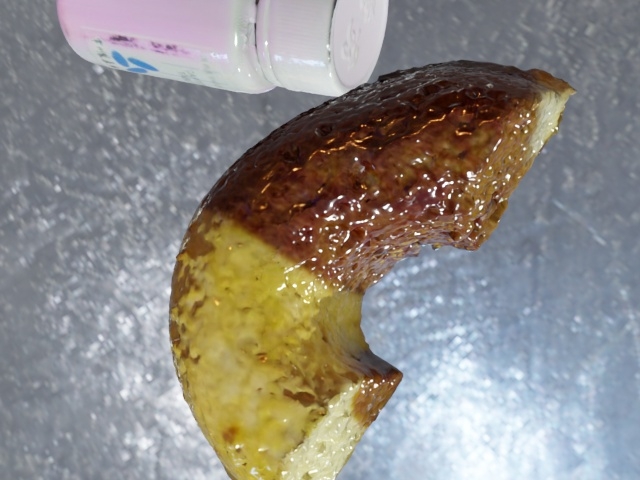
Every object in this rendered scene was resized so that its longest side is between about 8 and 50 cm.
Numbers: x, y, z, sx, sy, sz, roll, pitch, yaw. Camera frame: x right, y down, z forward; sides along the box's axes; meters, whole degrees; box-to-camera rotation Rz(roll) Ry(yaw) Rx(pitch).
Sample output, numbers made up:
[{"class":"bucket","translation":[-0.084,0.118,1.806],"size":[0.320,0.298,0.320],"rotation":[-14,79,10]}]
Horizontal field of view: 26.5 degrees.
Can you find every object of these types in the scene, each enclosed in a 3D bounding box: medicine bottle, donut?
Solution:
[{"class":"medicine bottle","translation":[-0.081,-0.203,1.144],"size":[0.152,0.254,0.152],"rotation":[14,90,-70]},{"class":"donut","translation":[0.000,0.000,0.721],"size":[0.295,0.151,0.112],"rotation":[-57,172,0]}]
